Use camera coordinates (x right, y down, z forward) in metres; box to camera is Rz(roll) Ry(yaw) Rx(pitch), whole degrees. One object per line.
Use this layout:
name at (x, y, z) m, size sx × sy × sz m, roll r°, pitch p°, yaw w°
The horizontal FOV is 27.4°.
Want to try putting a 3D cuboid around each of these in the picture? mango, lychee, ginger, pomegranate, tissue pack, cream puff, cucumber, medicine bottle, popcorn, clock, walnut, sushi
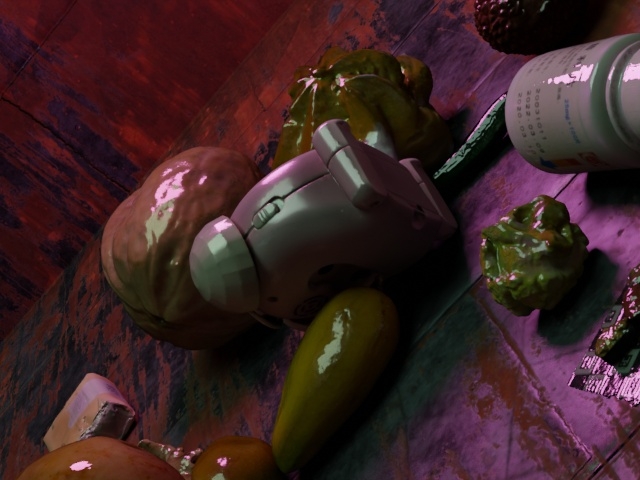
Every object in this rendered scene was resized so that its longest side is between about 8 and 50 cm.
mango at (-0.121, 0.339, 1.916) m, size 0.227 × 0.136 × 0.099 m, roll -127°, pitch 33°, yaw -78°
lychee at (0.334, -0.379, 2.099) m, size 0.188 × 0.188 × 0.188 m, roll -43°, pitch 22°, yaw 22°
ginger at (-0.229, 0.374, 2.159) m, size 0.288 × 0.075 × 0.089 m, roll 14°, pitch 90°, yaw 63°
pomegranate at (-0.299, 0.447, 1.859) m, size 0.338 × 0.338 × 0.338 m, roll -43°, pitch 22°, yaw 22°
tissue pack at (-0.466, 0.376, 2.634) m, size 0.186 × 0.090 × 0.222 m, roll -55°, pitch 20°, yaw -2°
cream puff at (0.045, -0.180, 2.226) m, size 0.378 × 0.275 × 0.378 m, roll -46°, pitch 20°, yaw 23°
cucumber at (0.226, -0.128, 2.067) m, size 0.284 × 0.056 × 0.056 m, roll -49°, pitch 20°, yaw 19°
medicine bottle at (0.374, -0.172, 1.653) m, size 0.170 × 0.170 × 0.293 m, roll -57°, pitch 21°, yaw -13°
popcorn at (0.267, 0.022, 1.642) m, size 0.145 × 0.126 × 0.125 m, roll -40°, pitch 43°, yaw -15°
clock at (0.000, 0.000, 1.959) m, size 0.326 × 0.342 × 0.184 m, roll -37°, pitch 57°, yaw 20°
walnut at (-0.223, 0.016, 2.400) m, size 0.381 × 0.381 × 0.381 m, roll -43°, pitch 22°, yaw 22°
mango at (0.018, 0.190, 1.892) m, size 0.317 × 0.119 × 0.176 m, roll -61°, pitch 21°, yaw -6°
sushi at (0.350, 0.086, 1.467) m, size 0.201 × 0.031 × 0.139 m, roll -57°, pitch 21°, yaw -13°

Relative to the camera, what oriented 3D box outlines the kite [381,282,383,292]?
kite at (0.077, 0.049, 2.154) m, size 0.125 × 0.008 × 0.222 m, roll -56°, pitch 21°, yaw -18°
